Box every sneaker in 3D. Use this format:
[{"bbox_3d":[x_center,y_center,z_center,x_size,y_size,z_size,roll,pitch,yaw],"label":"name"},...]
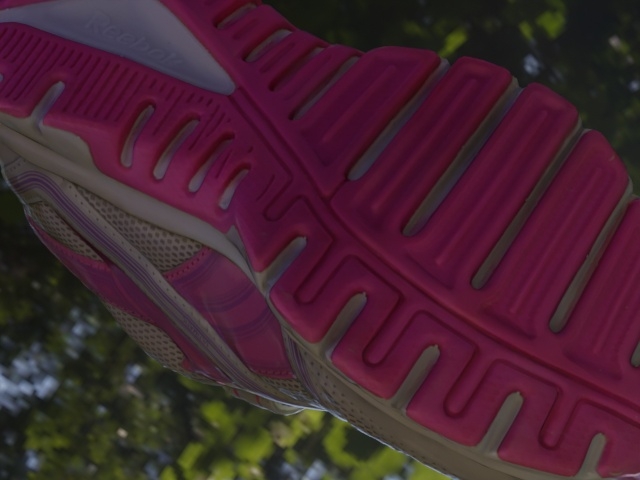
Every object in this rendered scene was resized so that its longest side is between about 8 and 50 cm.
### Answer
[{"bbox_3d":[0.000,0.000,0.559,0.252,0.111,0.103,35,-115,29],"label":"sneaker"}]
